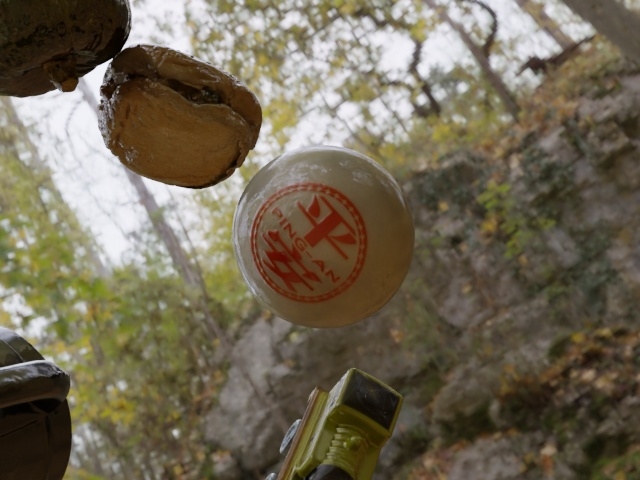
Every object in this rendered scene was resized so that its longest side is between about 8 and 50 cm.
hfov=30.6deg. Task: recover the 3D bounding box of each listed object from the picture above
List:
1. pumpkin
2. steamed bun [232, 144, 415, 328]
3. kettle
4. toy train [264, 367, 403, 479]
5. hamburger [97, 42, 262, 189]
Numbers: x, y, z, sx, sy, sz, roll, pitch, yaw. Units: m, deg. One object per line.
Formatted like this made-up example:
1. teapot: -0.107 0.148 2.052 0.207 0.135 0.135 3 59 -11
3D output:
1. pumpkin: -0.377 -0.285 1.608 0.260 0.189 0.260 -28 -5 -3
2. steamed bun: 0.000 0.000 1.441 0.232 0.232 0.145 -38 3 12
3. kettle: -0.408 0.199 1.163 0.321 0.228 0.324 -25 -8 27
4. toy train: 0.011 0.213 1.126 0.089 0.219 0.127 32 -50 -4
5. hamburger: -0.204 -0.181 1.759 0.243 0.146 0.286 -2 -32 32
